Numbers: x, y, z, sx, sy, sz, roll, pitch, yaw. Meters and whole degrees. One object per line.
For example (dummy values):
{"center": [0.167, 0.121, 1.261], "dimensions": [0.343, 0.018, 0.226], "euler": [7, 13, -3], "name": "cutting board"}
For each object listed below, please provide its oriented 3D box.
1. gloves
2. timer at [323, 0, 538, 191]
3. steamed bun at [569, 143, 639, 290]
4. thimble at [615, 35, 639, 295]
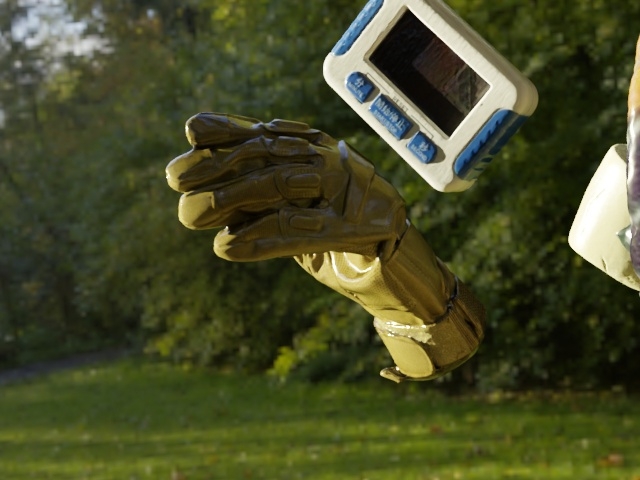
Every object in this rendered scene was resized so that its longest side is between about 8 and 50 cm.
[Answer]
{"center": [0.013, -0.009, 1.233], "dimensions": [0.141, 0.331, 0.154], "euler": [-41, 16, 26], "name": "gloves"}
{"center": [0.139, -0.198, 1.703], "dimensions": [0.178, 0.253, 0.078], "euler": [-50, -21, 21], "name": "timer"}
{"center": [0.487, -0.012, 1.885], "dimensions": [0.250, 0.200, 0.154], "euler": [19, 26, -6], "name": "steamed bun"}
{"center": [0.278, -0.042, 0.832], "dimensions": [0.150, 0.237, 0.237], "euler": [1, 4, 26], "name": "thimble"}
